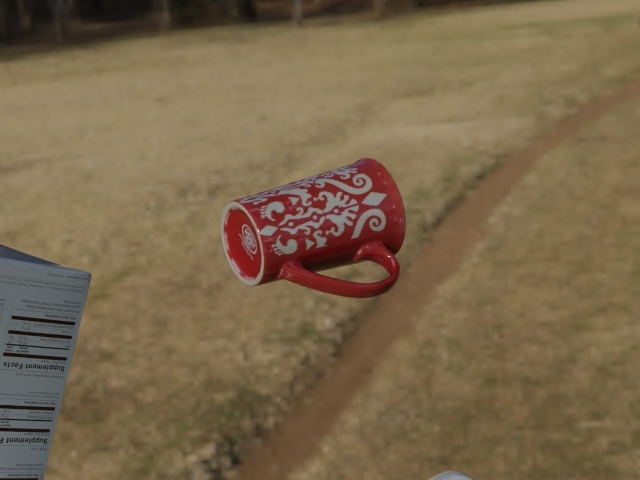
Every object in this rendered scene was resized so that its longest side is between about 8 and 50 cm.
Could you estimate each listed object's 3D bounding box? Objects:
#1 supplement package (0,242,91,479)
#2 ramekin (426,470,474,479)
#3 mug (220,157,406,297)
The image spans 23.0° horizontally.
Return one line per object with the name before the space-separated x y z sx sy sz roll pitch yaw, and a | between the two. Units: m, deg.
supplement package | -0.301 0.093 1.150 0.194 0.203 0.149 17 4 41
ramekin | 0.071 0.294 0.962 0.135 0.277 0.277 -19 11 -13
mug | -0.001 -0.010 1.644 0.169 0.113 0.150 -14 29 -29
